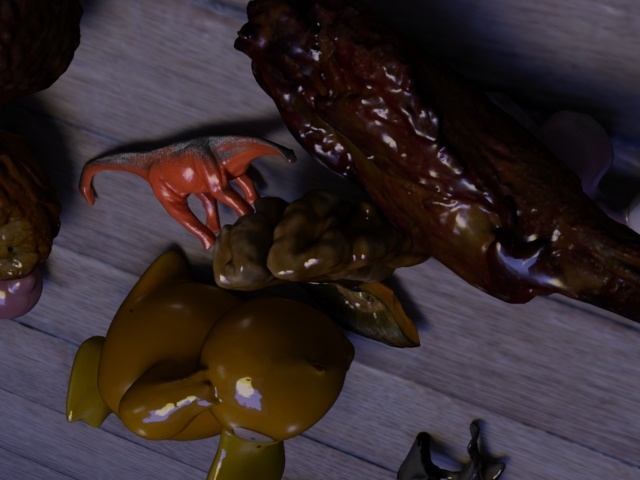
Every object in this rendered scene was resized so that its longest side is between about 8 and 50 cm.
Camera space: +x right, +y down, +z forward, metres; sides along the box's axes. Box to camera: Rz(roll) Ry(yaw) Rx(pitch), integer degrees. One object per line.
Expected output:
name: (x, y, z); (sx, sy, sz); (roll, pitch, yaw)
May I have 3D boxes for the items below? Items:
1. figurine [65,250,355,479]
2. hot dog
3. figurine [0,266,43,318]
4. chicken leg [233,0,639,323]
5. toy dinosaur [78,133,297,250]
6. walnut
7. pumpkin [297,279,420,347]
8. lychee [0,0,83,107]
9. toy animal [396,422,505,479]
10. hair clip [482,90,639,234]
figurine: (-0.093, 0.114, 0.937); (0.228, 0.215, 0.215); (33, 149, 34)
hot dog: (-0.315, -0.059, 0.880); (0.175, 0.114, 0.259); (28, 170, 20)
figurine: (-0.305, 0.042, 1.062); (0.083, 0.071, 0.067); (-3, 175, 43)
chicken leg: (0.101, -0.036, 0.631); (0.407, 0.096, 0.158); (39, 169, 33)
toy dinosaur: (-0.107, -0.044, 0.861); (0.279, 0.055, 0.101); (-19, 106, 43)
walnut: (0.000, 0.000, 0.789); (0.143, 0.170, 0.069); (-8, 86, 33)
pumpkin: (0.035, 0.051, 0.901); (0.073, 0.035, 0.101); (-3, 142, 43)
lychee: (-0.259, -0.156, 0.719); (0.194, 0.194, 0.194); (16, 141, 14)
toy animal: (0.142, 0.256, 1.044); (0.105, 0.070, 0.202); (-16, 123, 19)
hair clip: (0.197, -0.007, 0.714); (0.257, 0.075, 0.146); (28, 147, 6)
